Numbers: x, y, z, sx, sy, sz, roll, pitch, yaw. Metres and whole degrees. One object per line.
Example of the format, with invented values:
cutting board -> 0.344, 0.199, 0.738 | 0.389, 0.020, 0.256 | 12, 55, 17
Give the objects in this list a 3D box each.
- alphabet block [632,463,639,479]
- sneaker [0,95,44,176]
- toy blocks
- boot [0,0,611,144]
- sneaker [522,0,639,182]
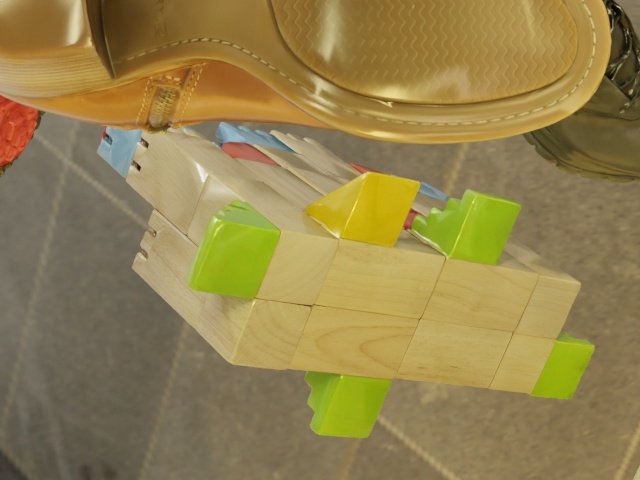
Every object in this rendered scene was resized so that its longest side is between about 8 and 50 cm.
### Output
alphabet block -> 0.363, 0.281, 1.202 | 0.193, 0.192, 0.197 | 1, 53, 49
sneaker -> -0.225, -0.118, 0.682 | 0.125, 0.262, 0.104 | 26, 78, 31
toy blocks -> 0.000, 0.000, 1.093 | 0.261, 0.381, 0.191 | 38, 112, 48
boot -> -0.014, -0.065, 0.467 | 0.197, 0.152, 0.073 | 8, 87, 2
sneaker -> 0.179, -0.138, 1.054 | 0.130, 0.286, 0.109 | -27, 37, 62
